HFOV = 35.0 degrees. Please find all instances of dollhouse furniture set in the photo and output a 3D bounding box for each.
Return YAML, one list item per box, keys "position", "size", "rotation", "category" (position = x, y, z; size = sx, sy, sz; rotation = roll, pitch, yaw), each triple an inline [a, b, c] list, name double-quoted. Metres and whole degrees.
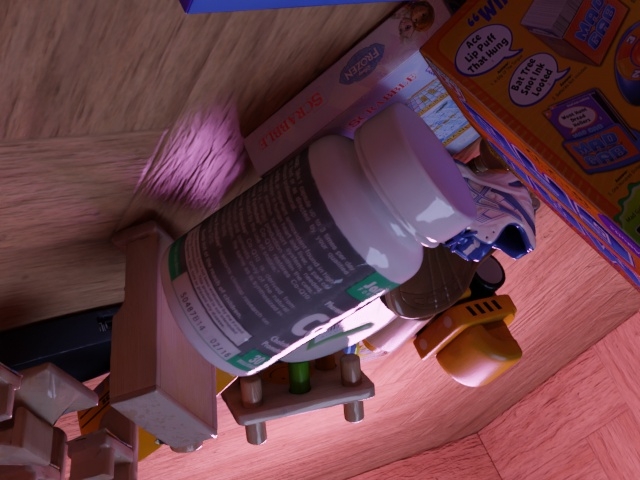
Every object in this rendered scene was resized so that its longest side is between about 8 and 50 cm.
- position: [-0.354, 0.172, 1.397]
  size: [0.394, 0.256, 0.362]
  rotation: [-18, 142, 17]
  category: "dollhouse furniture set"

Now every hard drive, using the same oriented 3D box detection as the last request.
- position: [-0.415, 0.182, 1.565]
  size: [0.254, 0.054, 0.172]
  rotation: [-13, 154, -30]
  category: "hard drive"

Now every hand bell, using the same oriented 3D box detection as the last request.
- position: [0.244, -0.115, 1.626]
  size: [0.242, 0.126, 0.126]
  rotation: [-29, 161, 39]
  category: "hand bell"

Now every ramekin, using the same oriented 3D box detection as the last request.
- position: [0.014, 0.077, 1.690]
  size: [0.303, 0.148, 0.303]
  rotation: [-23, 158, -10]
  category: "ramekin"

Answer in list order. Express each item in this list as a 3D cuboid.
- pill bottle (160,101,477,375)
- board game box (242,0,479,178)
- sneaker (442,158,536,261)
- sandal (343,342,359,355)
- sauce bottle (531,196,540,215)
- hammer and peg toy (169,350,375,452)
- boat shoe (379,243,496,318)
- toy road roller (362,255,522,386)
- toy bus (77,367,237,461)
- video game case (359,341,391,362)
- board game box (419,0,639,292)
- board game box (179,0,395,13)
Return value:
- position: [-0.004, -0.001, 1.253]
  size: [0.361, 0.204, 0.204]
  rotation: [-34, 157, 21]
  category: "pill bottle"
- position: [0.110, -0.173, 1.357]
  size: [0.318, 0.066, 0.318]
  rotation: [-37, 156, 23]
  category: "board game box"
- position: [0.199, -0.038, 1.464]
  size: [0.296, 0.131, 0.112]
  rotation: [2, 153, -29]
  category: "sneaker"
- position: [-0.054, 0.261, 2.066]
  size: [0.317, 0.126, 0.138]
  rotation: [-40, 150, 26]
  category: "sandal"
- position: [0.401, -0.042, 2.005]
  size: [0.042, 0.042, 0.128]
  rotation: [-19, 158, -18]
  category: "sauce bottle"
- position: [-0.112, 0.256, 1.836]
  size: [0.361, 0.127, 0.266]
  rotation: [-9, -162, -16]
  category: "hammer and peg toy"
- position: [0.176, 0.012, 1.600]
  size: [0.123, 0.123, 0.342]
  rotation: [3, -148, 39]
  category: "boat shoe"
- position: [0.264, 0.181, 2.077]
  size: [0.329, 0.241, 0.202]
  rotation: [-9, 152, -37]
  category: "toy road roller"
- position: [-0.235, 0.215, 1.605]
  size: [0.332, 0.130, 0.108]
  rotation: [-43, 129, 15]
  category: "toy bus"
- position: [0.115, 0.226, 2.298]
  size: [0.227, 0.026, 0.206]
  rotation: [-10, 153, -37]
  category: "video game case"
- position: [0.402, -0.175, 1.186]
  size: [0.356, 0.356, 0.356]
  rotation: [-45, 153, 6]
  category: "board game box"
- position: [0.048, -0.326, 0.936]
  size: [0.347, 0.078, 0.233]
  rotation: [-12, 153, -33]
  category: "board game box"
